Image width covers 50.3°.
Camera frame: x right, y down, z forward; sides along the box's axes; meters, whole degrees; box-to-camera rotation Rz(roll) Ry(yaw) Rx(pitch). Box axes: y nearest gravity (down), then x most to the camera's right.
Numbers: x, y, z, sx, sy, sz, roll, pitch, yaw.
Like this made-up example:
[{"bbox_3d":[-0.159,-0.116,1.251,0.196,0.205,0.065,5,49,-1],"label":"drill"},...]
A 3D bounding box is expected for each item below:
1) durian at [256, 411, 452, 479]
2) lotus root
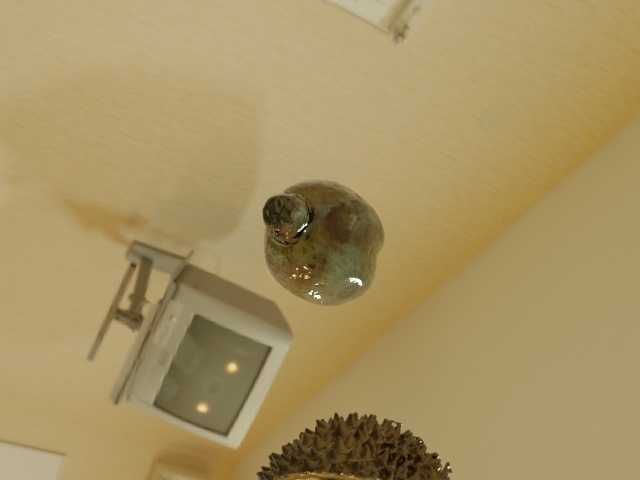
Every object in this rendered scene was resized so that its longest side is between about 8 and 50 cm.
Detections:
[{"bbox_3d":[0.016,0.137,0.363,0.140,0.110,0.071,-44,-170,33],"label":"durian"},{"bbox_3d":[0.000,0.000,0.627,0.088,0.192,0.113,17,-97,27],"label":"lotus root"}]
